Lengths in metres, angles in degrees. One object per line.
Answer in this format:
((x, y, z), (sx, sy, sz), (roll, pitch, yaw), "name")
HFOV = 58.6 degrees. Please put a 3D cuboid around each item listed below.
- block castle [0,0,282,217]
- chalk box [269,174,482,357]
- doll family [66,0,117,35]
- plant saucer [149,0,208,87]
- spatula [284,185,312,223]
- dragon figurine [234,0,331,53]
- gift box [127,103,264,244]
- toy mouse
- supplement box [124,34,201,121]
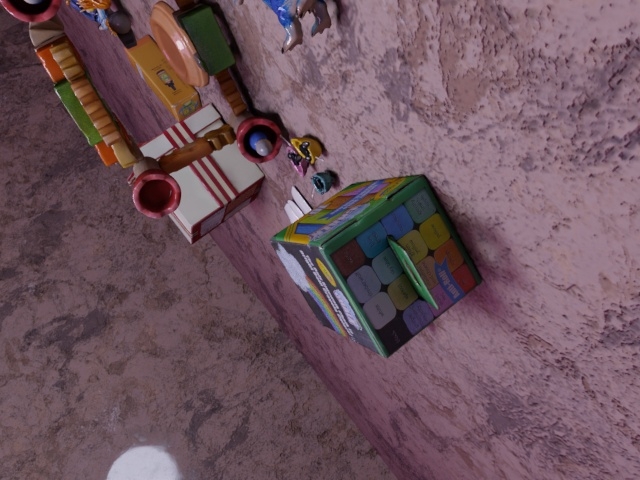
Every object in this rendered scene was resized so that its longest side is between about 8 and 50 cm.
((-0.284, -0.287, 0.963), (0.213, 0.303, 0.453), (49, 166, 55), "block castle")
((0.082, 0.029, 0.800), (0.180, 0.179, 0.289), (60, 162, -14), "chalk box")
((-0.586, -0.609, 1.467), (0.163, 0.118, 0.263), (31, 162, 3), "doll family")
((-0.320, -0.428, 1.270), (0.200, 0.037, 0.200), (48, 162, 20), "plant saucer")
((0.000, 0.000, 1.273), (0.242, 0.019, 0.168), (52, 159, 5), "spatula")
((-0.038, -0.306, 0.618), (0.144, 0.085, 0.289), (55, 166, -3), "dragon figurine")
((-0.325, -0.160, 1.440), (0.258, 0.255, 0.276), (52, 158, 0), "gift box")
((-0.016, -0.131, 1.013), (0.161, 0.031, 0.143), (42, 160, 39), "toy mouse")
((-0.402, -0.415, 1.460), (0.233, 0.078, 0.080), (50, 164, 19), "supplement box")
